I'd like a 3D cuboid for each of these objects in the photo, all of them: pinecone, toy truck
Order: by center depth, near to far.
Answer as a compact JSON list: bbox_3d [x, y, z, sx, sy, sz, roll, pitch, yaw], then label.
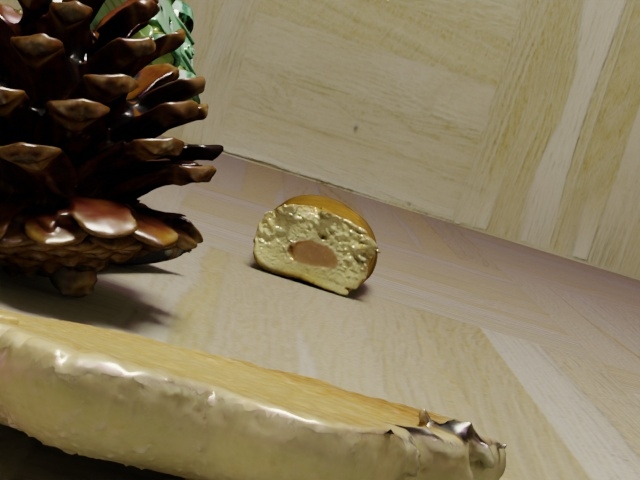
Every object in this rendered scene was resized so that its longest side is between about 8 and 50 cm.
[{"bbox_3d":[-0.197,-0.089,1.087,0.264,0.264,0.264,17,6,-2],"label":"pinecone"},{"bbox_3d":[-0.219,-0.234,1.483,0.135,0.128,0.259,-11,-33,8],"label":"toy truck"}]

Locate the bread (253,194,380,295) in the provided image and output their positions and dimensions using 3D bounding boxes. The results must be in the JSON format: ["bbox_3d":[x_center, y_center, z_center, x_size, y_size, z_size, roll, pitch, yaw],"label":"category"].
[{"bbox_3d":[0.000,-0.002,1.560,0.134,0.085,0.173,18,7,0],"label":"bread"}]

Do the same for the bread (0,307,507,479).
[{"bbox_3d":[-0.065,0.080,0.706,0.316,0.054,0.316,13,-2,0],"label":"bread"}]

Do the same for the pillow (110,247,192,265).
[{"bbox_3d":[-0.187,-0.004,1.269,0.090,0.048,0.150,30,7,21],"label":"pillow"}]

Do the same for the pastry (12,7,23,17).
[{"bbox_3d":[-0.279,-0.130,1.447,0.274,0.193,0.275,16,5,-1],"label":"pastry"}]
